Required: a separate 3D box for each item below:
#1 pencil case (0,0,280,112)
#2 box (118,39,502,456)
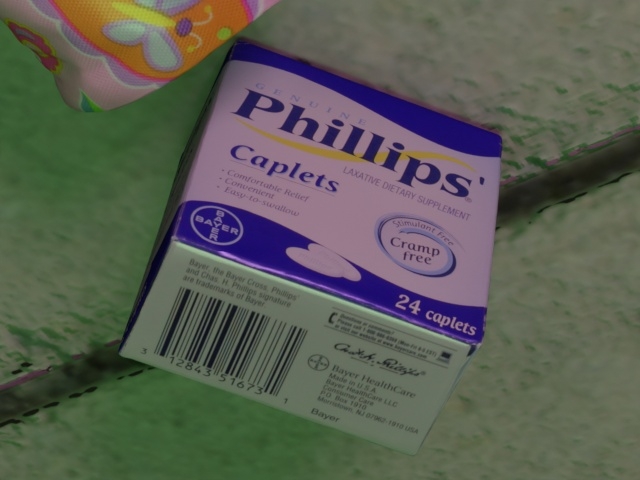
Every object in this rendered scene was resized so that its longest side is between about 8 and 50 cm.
[{"bbox_3d":[-0.122,-0.179,0.624,0.124,0.124,0.284,-24,121,27],"label":"pencil case"},{"bbox_3d":[0.000,0.000,0.736,0.126,0.137,0.072,20,129,-7],"label":"box"}]
